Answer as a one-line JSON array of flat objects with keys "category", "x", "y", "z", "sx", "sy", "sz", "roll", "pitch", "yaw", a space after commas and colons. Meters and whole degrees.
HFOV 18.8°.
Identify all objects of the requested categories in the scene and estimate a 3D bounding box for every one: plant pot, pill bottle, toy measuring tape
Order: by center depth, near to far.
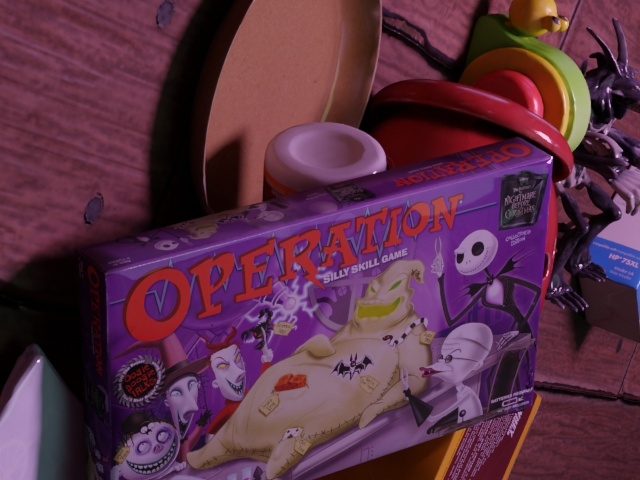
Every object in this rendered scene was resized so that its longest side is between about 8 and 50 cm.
[{"category": "pill bottle", "x": 0.000, "y": 0.000, "z": 1.372, "sx": 0.086, "sy": 0.086, "sz": 0.152, "roll": -41, "pitch": 143, "yaw": -46}, {"category": "plant pot", "x": -0.028, "y": -0.107, "z": 1.373, "sx": 0.236, "sy": 0.032, "sz": 0.236, "roll": -44, "pitch": 145, "yaw": -42}, {"category": "plant pot", "x": 0.098, "y": -0.024, "z": 1.516, "sx": 0.191, "sy": 0.191, "sz": 0.174, "roll": 39, "pitch": 67, "yaw": -65}, {"category": "toy measuring tape", "x": 0.163, "y": -0.058, "z": 1.712, "sx": 0.121, "sy": 0.121, "sz": 0.330, "roll": -17, "pitch": 124, "yaw": -60}]

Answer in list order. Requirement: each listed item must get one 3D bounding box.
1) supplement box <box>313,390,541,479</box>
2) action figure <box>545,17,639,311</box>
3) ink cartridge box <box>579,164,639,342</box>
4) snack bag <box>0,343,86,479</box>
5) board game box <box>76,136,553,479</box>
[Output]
[{"category": "supplement box", "x": 0.082, "y": 0.184, "z": 1.716, "sx": 0.191, "sy": 0.129, "sz": 0.194, "roll": -66, "pitch": 155, "yaw": -7}, {"category": "action figure", "x": 0.288, "y": -0.074, "z": 1.930, "sx": 0.164, "sy": 0.141, "sz": 0.276, "roll": -31, "pitch": 140, "yaw": -52}, {"category": "ink cartridge box", "x": 0.385, "y": -0.015, "z": 2.251, "sx": 0.231, "sy": 0.078, "sz": 0.134, "roll": -59, "pitch": 154, "yaw": -22}, {"category": "snack bag", "x": -0.219, "y": 0.262, "z": 1.268, "sx": 0.342, "sy": 0.037, "sz": 0.323, "roll": -64, "pitch": 156, "yaw": -19}, {"category": "board game box", "x": 0.002, "y": 0.063, "z": 1.311, "sx": 0.347, "sy": 0.056, "sz": 0.208, "roll": -15, "pitch": 118, "yaw": -28}]
